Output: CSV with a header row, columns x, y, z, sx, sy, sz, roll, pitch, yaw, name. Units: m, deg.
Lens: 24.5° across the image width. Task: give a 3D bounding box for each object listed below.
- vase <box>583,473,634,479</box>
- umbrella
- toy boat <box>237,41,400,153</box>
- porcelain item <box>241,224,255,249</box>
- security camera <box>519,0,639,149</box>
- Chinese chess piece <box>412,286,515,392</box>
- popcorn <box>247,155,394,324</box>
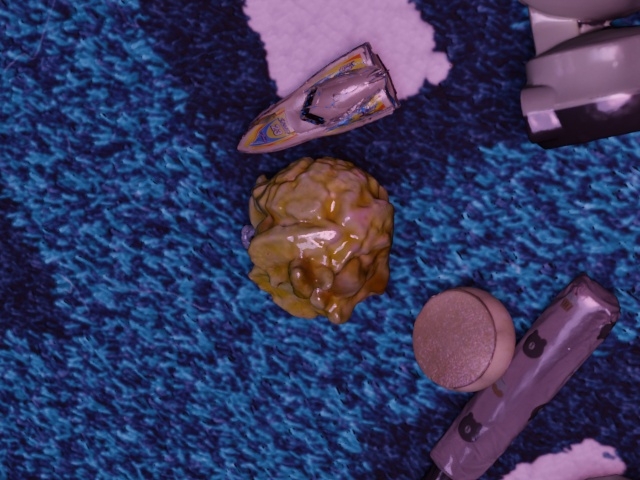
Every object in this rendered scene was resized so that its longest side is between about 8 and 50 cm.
x,y,z,sx,sy,sz,roll,pitch,yaw,name
0.309,0.378,1.580,0.165,0.360,0.165,3,104,12,vase
0.223,0.181,1.708,0.073,0.067,0.337,42,110,12,umbrella
-0.006,-0.148,1.682,0.210,0.066,0.084,-26,95,18,toy boat
-0.067,0.017,1.754,0.036,0.028,0.083,-31,94,20,porcelain item
0.289,-0.245,1.537,0.191,0.197,0.277,-12,92,15,security camera
0.165,0.113,1.688,0.122,0.051,0.122,-4,83,37,Chinese chess piece
-0.001,0.000,1.655,0.167,0.185,0.187,3,81,-1,popcorn
